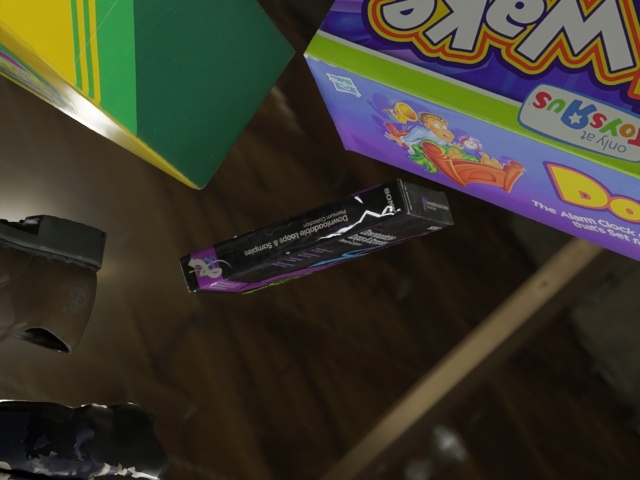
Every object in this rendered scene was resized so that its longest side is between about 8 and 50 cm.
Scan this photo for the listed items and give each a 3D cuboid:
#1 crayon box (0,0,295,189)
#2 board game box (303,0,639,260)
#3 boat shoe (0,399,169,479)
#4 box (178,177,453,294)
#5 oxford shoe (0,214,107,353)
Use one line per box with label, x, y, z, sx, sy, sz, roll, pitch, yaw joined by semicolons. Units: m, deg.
crayon box;-0.214;-0.189;0.847;0.363;0.106;0.313;32;175;17
board game box;0.203;-0.088;0.641;0.347;0.233;0.078;22;162;23
boat shoe;-0.190;0.231;0.856;0.158;0.341;0.127;10;-169;-22
box;0.000;0.000;1.186;0.116;0.162;0.029;8;-117;-71
oxford shoe;-0.214;0.025;0.961;0.227;0.082;0.096;12;-100;-42
